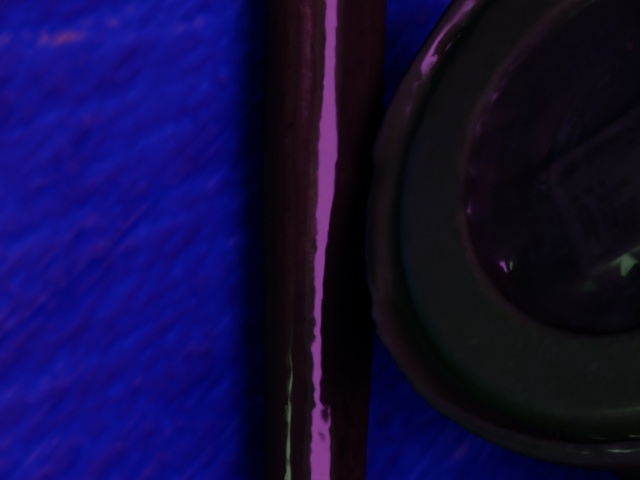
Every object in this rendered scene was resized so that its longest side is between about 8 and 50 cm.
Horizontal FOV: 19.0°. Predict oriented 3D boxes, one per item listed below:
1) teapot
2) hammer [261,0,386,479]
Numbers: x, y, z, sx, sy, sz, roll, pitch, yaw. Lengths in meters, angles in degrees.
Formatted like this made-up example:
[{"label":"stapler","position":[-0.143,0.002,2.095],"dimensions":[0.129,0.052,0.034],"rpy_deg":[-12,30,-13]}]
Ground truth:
[{"label":"teapot","position":[0.182,0.020,0.680],"dimensions":[0.337,0.200,0.270],"rpy_deg":[37,26,-43]},{"label":"hammer","position":[0.000,0.000,0.636],"dimensions":[0.168,0.044,0.439],"rpy_deg":[7,82,-40]}]
